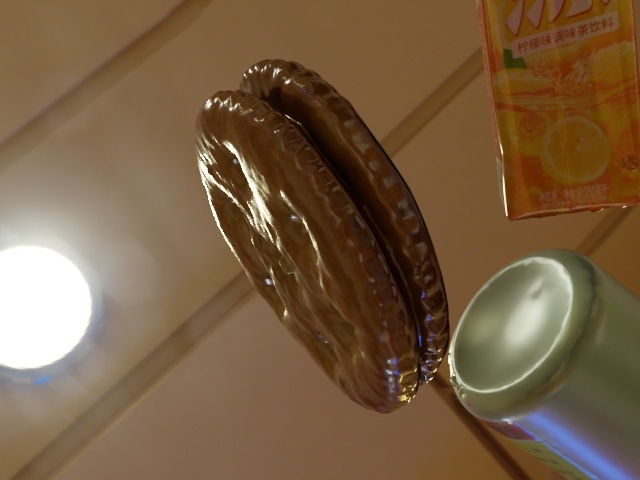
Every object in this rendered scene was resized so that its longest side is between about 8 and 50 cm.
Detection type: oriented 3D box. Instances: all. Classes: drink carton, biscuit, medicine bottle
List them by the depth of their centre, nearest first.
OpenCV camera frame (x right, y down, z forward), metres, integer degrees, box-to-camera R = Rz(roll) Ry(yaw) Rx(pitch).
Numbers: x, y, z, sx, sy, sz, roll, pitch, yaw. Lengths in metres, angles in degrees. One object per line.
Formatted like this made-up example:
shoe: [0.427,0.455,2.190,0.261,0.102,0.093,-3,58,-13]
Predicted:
biscuit: [0.000,0.000,0.505,0.066,0.220,0.220,-31,-84,-17]
drink carton: [0.157,-0.131,0.562,0.096,0.071,0.222,-8,-77,10]
medicine bottle: [0.217,0.117,0.624,0.225,0.139,0.139,35,-103,-21]
